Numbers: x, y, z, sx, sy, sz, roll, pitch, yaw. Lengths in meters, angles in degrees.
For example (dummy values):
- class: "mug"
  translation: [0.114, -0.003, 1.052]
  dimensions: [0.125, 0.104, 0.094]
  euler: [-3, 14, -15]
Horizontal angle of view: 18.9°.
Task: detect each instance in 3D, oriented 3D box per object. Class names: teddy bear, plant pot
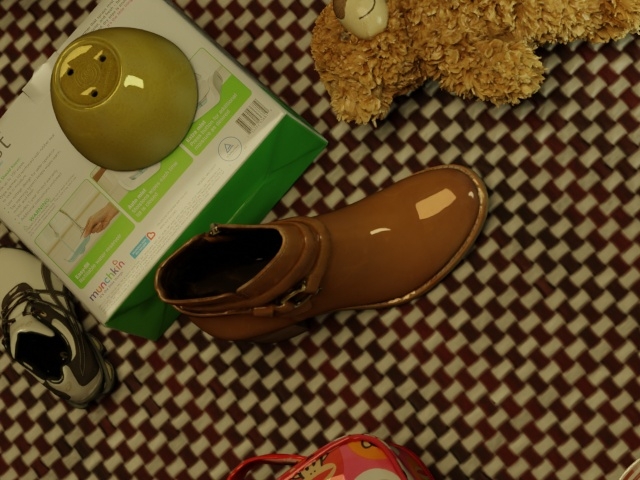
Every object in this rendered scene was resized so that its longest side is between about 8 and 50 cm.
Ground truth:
- class: "teddy bear"
  translation: [0.142, -0.228, 1.761]
  dimensions: [0.338, 0.113, 0.245]
  euler: [-2, 76, 19]
- class: "plant pot"
  translation: [-0.190, -0.138, 1.734]
  dimensions: [0.134, 0.095, 0.134]
  euler: [-4, 77, 17]

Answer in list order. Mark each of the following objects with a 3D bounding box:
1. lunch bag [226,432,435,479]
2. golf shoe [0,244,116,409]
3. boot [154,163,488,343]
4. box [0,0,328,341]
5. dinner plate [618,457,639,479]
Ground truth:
- class: "lunch bag"
  translation: [-0.011, 0.311, 1.698]
  dimensions: [0.293, 0.120, 0.258]
  euler: [-36, 69, 10]
- class: "golf shoe"
  translation: [-0.275, 0.073, 1.857]
  dimensions: [0.077, 0.094, 0.198]
  euler: [-46, 67, 7]
- class: "boot"
  translation: [0.000, 0.000, 1.704]
  dimensions: [0.283, 0.220, 0.109]
  euler: [-23, 72, 14]
- class: "box"
  translation: [-0.173, -0.080, 1.833]
  dimensions: [0.231, 0.127, 0.262]
  euler: [42, 95, 22]
- class: "dinner plate"
  translation: [0.315, 0.245, 1.652]
  dimensions: [0.141, 0.017, 0.141]
  euler: [-4, 79, 18]
